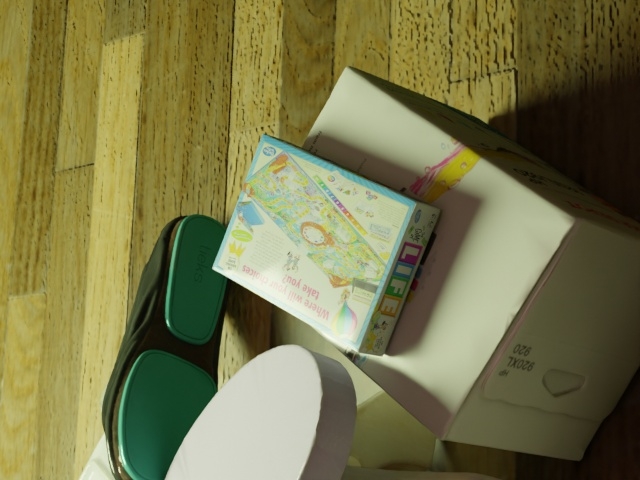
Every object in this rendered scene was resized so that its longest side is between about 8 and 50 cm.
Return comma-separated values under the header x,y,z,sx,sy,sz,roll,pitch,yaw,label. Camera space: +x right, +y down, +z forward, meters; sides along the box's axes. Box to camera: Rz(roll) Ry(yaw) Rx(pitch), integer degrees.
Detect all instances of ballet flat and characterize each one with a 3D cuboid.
x,y,z,sx,sy,sz,roll,pitch,yaw,label
-0.132,0.106,1.210,0.096,0.095,0.280,-39,29,44,ballet flat

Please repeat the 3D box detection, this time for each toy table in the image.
x,y,z,sx,sy,sz,roll,pitch,yaw,label
0.001,0.191,1.005,0.274,0.161,0.252,-25,46,61,toy table

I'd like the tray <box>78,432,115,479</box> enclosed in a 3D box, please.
x,y,z,sx,sy,sz,roll,pitch,yaw,label
-0.225,0.316,1.313,0.145,0.030,0.270,41,107,41,tray

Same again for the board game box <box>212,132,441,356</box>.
x,y,z,sx,sy,sz,roll,pitch,yaw,label
0.000,0.000,0.956,0.154,0.026,0.103,27,98,42,board game box

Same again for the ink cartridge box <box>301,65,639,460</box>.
x,y,z,sx,sy,sz,roll,pitch,yaw,label
0.102,0.016,0.997,0.232,0.171,0.168,39,106,40,ink cartridge box
